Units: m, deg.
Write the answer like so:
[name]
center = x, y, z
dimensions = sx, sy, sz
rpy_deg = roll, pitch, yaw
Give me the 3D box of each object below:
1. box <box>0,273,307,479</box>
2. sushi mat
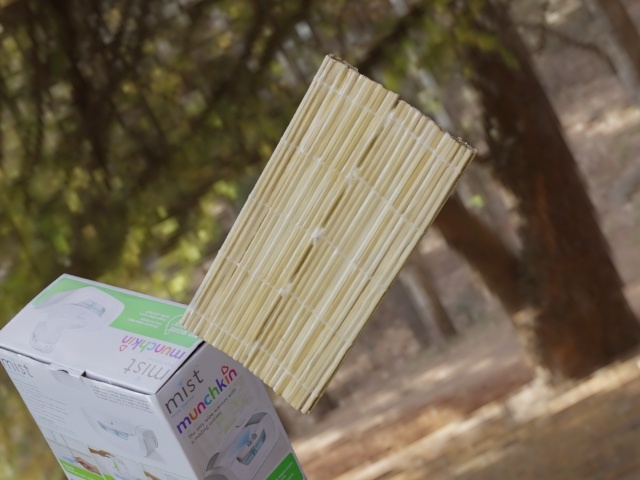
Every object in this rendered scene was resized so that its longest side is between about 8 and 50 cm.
[box]
center = -0.180, 0.176, 1.708
dimensions = 0.262, 0.231, 0.127
rpy_deg = 11, 45, 42
[sushi mat]
center = 0.000, 0.000, 1.453
dimensions = 0.316, 0.151, 0.019
rpy_deg = -59, -13, 29
